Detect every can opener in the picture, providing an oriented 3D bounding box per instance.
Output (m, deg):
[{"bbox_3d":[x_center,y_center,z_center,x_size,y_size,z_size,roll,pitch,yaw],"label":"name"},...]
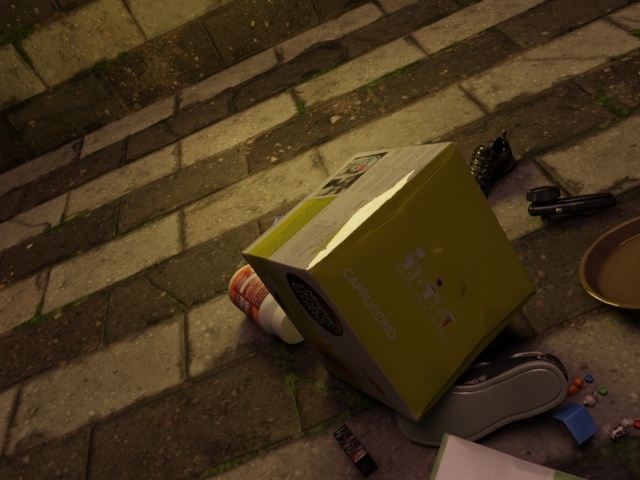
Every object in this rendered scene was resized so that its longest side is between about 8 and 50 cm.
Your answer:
[{"bbox_3d":[0.556,-0.081,1.284,0.186,0.073,0.059,0,37,17],"label":"can opener"}]

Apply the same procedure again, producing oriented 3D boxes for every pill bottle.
[{"bbox_3d":[-0.114,0.147,1.356,0.121,0.121,0.221,-41,41,-17],"label":"pill bottle"}]

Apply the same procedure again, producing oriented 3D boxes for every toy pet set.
[{"bbox_3d":[0.439,0.273,0.946,0.114,0.065,0.122,-32,38,-6],"label":"toy pet set"}]

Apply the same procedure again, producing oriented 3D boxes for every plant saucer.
[{"bbox_3d":[0.627,0.040,1.069,0.278,0.041,0.278,-28,23,13],"label":"plant saucer"}]

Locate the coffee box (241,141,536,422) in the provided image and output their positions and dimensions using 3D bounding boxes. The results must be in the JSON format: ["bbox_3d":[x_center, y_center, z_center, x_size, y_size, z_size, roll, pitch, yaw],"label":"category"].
[{"bbox_3d":[0.118,0.059,1.082,0.338,0.338,0.334,-41,20,-18],"label":"coffee box"}]

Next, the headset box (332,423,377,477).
[{"bbox_3d":[0.065,0.381,1.040,0.032,0.062,0.083,-36,40,-10],"label":"headset box"}]

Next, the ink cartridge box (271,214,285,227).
[{"bbox_3d":[0.000,0.000,1.504,0.311,0.065,0.186,-3,44,23],"label":"ink cartridge box"}]

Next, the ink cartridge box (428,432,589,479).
[{"bbox_3d":[0.279,0.416,0.887,0.235,0.056,0.171,12,52,25],"label":"ink cartridge box"}]

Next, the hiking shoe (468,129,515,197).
[{"bbox_3d":[0.392,-0.178,1.438,0.227,0.114,0.086,-44,41,-20],"label":"hiking shoe"}]

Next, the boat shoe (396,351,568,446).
[{"bbox_3d":[0.281,0.278,1.014,0.302,0.114,0.091,-20,0,23],"label":"boat shoe"}]
